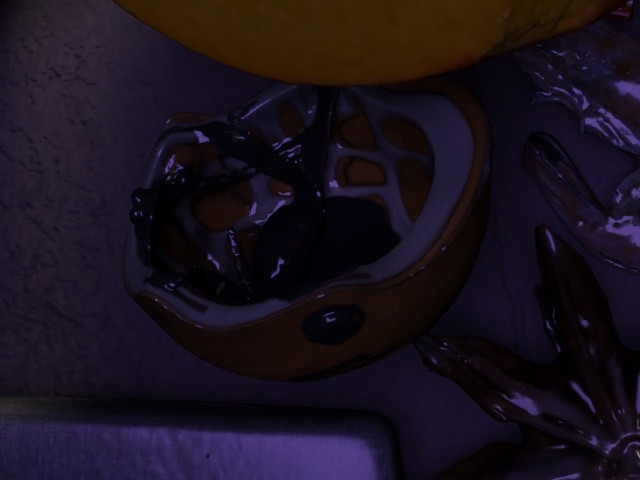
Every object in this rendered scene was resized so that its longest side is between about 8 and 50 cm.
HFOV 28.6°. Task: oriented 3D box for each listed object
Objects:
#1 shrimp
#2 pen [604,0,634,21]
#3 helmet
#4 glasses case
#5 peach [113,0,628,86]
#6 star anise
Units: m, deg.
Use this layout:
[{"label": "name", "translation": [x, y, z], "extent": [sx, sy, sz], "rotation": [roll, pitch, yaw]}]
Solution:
[{"label": "shrimp", "translation": [0.169, -0.061, 0.751], "extent": [0.223, 0.047, 0.126], "rotation": [34, 108, 7]}, {"label": "pen", "translation": [0.075, -0.169, 0.773], "extent": [0.239, 0.028, 0.028], "rotation": [13, 94, 11]}, {"label": "helmet", "translation": [0.000, 0.000, 0.730], "extent": [0.224, 0.130, 0.198], "rotation": [-12, 49, 11]}, {"label": "glasses case", "translation": [-0.107, 0.167, 0.797], "extent": [0.323, 0.074, 0.131], "rotation": [1, 93, 11]}, {"label": "peach", "translation": [0.050, -0.245, 0.666], "extent": [0.380, 0.242, 0.306], "rotation": [8, 50, 21]}, {"label": "star anise", "translation": [0.182, 0.122, 0.728], "extent": [0.288, 0.088, 0.288], "rotation": [3, 100, 16]}]
